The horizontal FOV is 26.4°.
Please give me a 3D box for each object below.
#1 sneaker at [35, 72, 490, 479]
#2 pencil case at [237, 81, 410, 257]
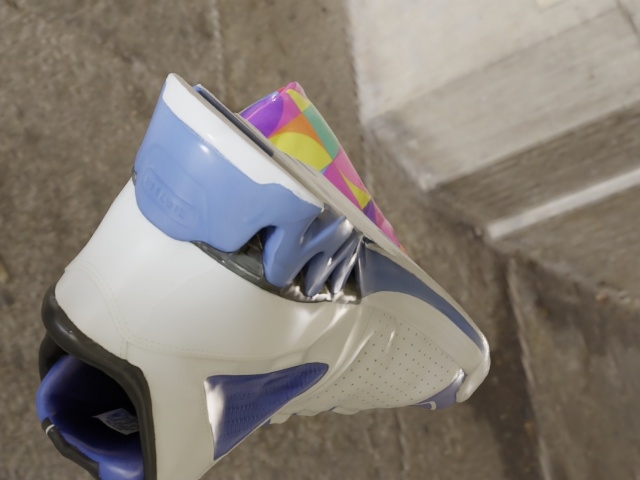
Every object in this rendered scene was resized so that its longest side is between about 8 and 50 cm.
[{"bbox_3d":[-0.045,0.049,0.697,0.127,0.182,0.315,46,5,30],"label":"sneaker"},{"bbox_3d":[0.000,0.000,0.992,0.236,0.104,0.104,54,34,-8],"label":"pencil case"}]
